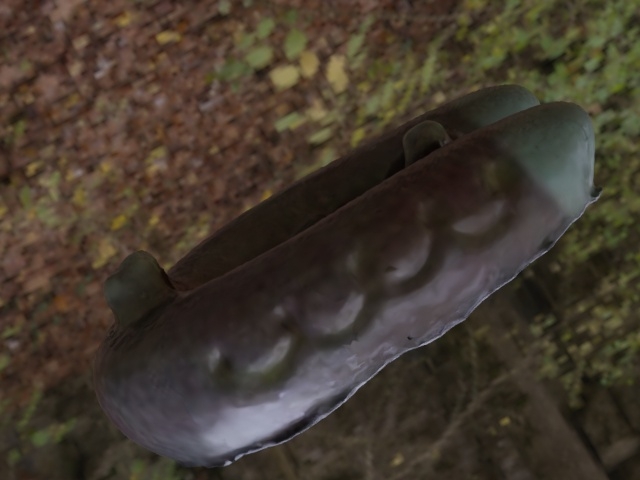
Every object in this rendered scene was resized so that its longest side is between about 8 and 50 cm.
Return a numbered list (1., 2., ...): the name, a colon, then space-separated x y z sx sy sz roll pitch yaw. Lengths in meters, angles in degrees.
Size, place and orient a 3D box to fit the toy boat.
1. toy boat: 0.000 0.000 0.569 0.227 0.085 0.155 -35 -165 2
